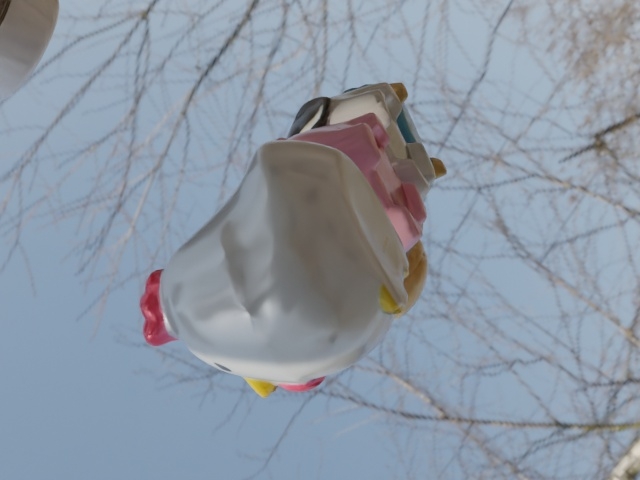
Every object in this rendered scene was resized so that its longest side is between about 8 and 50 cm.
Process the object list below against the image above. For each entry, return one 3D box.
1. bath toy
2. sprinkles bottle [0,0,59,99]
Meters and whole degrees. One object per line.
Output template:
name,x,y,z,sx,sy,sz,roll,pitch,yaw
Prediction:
bath toy,0.000,0.000,0.590,0.151,0.129,0.348,64,-165,-7
sprinkles bottle,-0.411,-0.253,0.890,0.355,0.121,0.121,27,-151,-34
